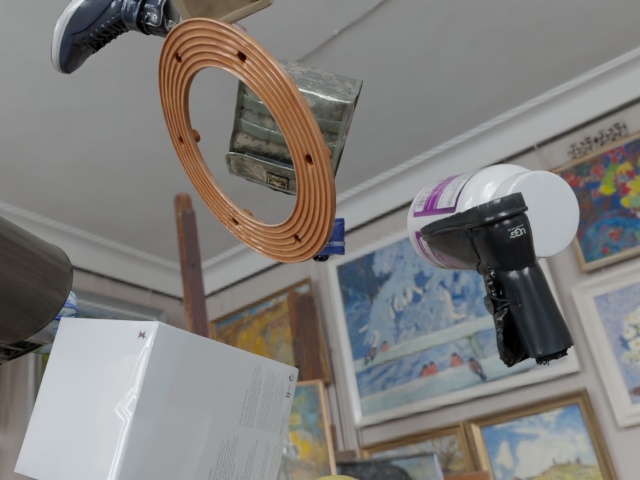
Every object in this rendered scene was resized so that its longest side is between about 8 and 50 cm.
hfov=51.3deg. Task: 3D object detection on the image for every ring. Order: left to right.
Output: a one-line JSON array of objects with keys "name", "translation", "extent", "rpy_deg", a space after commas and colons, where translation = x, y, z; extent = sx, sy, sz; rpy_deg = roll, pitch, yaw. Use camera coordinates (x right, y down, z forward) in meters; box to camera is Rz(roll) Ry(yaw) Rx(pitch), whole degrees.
[{"name": "ring", "translation": [-0.097, -0.121, 0.861], "extent": [0.032, 0.336, 0.336], "rpy_deg": [-33, -12, -32]}]

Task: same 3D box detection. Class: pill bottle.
[{"name": "pill bottle", "translation": [0.272, -0.033, 1.080], "extent": [0.169, 0.169, 0.301], "rpy_deg": [-1, -1, -16]}]

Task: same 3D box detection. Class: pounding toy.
[{"name": "pounding toy", "translation": [-0.188, -0.401, 0.942], "extent": [0.181, 0.094, 0.206], "rpy_deg": [-20, -64, 15]}]

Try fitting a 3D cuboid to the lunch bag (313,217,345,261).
[{"name": "lunch bag", "translation": [0.000, 0.000, 1.014], "extent": [0.067, 0.065, 0.098], "rpy_deg": [-2, 0, -15]}]

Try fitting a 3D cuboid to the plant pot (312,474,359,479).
[{"name": "plant pot", "translation": [0.037, 0.477, 0.967], "extent": [0.254, 0.254, 0.239], "rpy_deg": [-3, 13, -12]}]

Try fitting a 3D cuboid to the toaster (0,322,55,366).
[{"name": "toaster", "translation": [-0.560, 0.147, 1.107], "extent": [0.168, 0.110, 0.185], "rpy_deg": [-25, -18, -1]}]

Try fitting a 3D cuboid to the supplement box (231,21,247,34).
[{"name": "supplement box", "translation": [-0.189, -0.439, 1.438], "extent": [0.043, 0.083, 0.055], "rpy_deg": [28, -67, -22]}]

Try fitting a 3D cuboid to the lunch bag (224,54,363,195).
[{"name": "lunch bag", "translation": [-0.065, -0.215, 1.400], "extent": [0.235, 0.169, 0.287], "rpy_deg": [17, -54, 3]}]

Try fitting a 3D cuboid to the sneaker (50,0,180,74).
[{"name": "sneaker", "translation": [-0.335, -0.350, 1.111], "extent": [0.163, 0.226, 0.086], "rpy_deg": [32, 4, 7]}]

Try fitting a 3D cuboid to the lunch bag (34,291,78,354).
[{"name": "lunch bag", "translation": [-0.709, 0.188, 1.612], "extent": [0.219, 0.090, 0.176], "rpy_deg": [13, -63, -33]}]

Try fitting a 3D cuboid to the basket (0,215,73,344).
[{"name": "basket", "translation": [-0.462, 0.015, 0.828], "extent": [0.204, 0.154, 0.227], "rpy_deg": [7, -26, 32]}]

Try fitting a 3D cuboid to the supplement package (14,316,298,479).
[{"name": "supplement package", "translation": [-0.199, 0.228, 0.863], "extent": [0.198, 0.199, 0.263], "rpy_deg": [-3, -22, 37]}]

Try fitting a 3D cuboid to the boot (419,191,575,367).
[{"name": "boot", "translation": [0.221, 0.058, 0.868], "extent": [0.094, 0.207, 0.246], "rpy_deg": [-16, -3, -12]}]
